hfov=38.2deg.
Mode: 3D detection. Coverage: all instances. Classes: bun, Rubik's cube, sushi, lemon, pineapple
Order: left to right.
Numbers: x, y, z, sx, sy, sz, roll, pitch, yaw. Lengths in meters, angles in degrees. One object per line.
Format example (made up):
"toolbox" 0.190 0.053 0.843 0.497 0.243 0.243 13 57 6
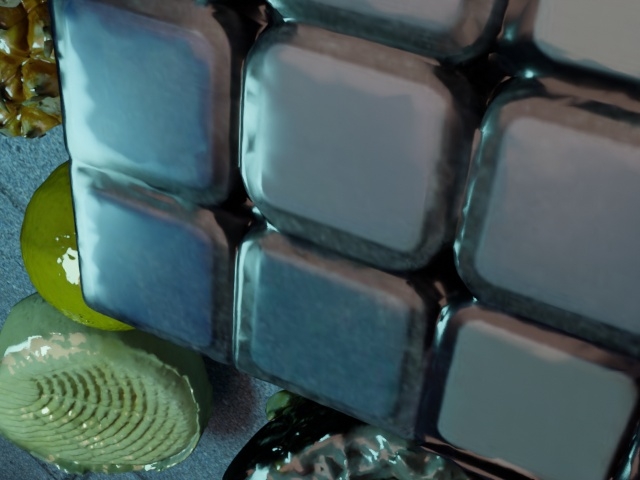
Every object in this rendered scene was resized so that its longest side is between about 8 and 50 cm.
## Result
"pineapple" -0.358 -0.262 1.008 0.344 0.209 0.286 1 125 41
"bun" -0.336 0.194 1.419 0.364 0.202 0.364 3 135 3
"lemon" -0.245 -0.003 1.137 0.236 0.236 0.263 51 161 -9
"sushi" 0.110 0.256 1.033 0.328 0.285 0.328 43 123 -7
"Rubik's cube" 0.082 -0.123 0.541 0.363 0.359 0.362 20 131 20

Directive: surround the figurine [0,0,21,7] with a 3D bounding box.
"figurine" -0.287 -0.283 0.785 0.141 0.163 0.237 10 174 -23
